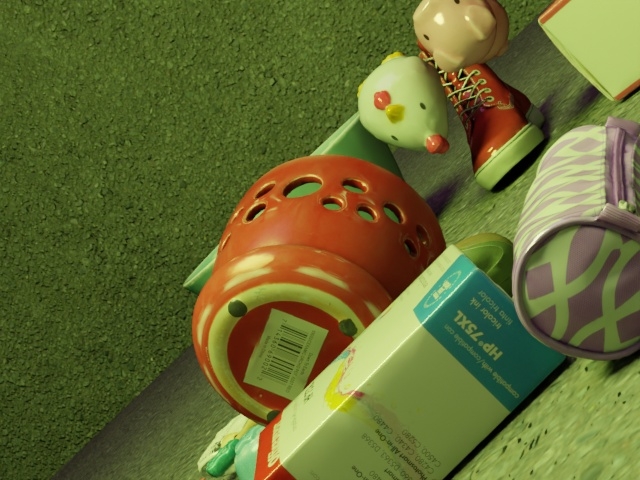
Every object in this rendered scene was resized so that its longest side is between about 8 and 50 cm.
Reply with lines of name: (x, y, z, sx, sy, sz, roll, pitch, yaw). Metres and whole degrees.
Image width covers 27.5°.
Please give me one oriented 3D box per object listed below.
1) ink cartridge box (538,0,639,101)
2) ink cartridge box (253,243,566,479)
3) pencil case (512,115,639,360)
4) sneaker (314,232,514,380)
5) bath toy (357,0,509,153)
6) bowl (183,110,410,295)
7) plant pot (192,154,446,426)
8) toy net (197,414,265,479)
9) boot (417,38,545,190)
ink cartridge box: (0.360, -0.288, 1.259, 0.207, 0.117, 0.283, -41, 6, 48)
ink cartridge box: (0.033, 0.114, 0.810, 0.231, 0.078, 0.134, -45, 5, 3)
pencil case: (0.155, -0.007, 0.743, 0.206, 0.086, 0.088, -61, -18, -69)
sneaker: (0.078, 0.076, 0.920, 0.192, 0.064, 0.086, -42, 17, -2)
bath toy: (0.158, -0.227, 1.316, 0.348, 0.151, 0.129, -54, 40, 24)
bowl: (0.000, 0.000, 1.584, 0.311, 0.163, 0.311, -45, 5, 5)
plant pot: (0.000, 0.050, 1.052, 0.191, 0.191, 0.174, -42, 14, 28)
toy net: (-0.081, 0.210, 1.203, 0.122, 0.045, 0.232, -47, 3, -10)
boot: (0.164, -0.157, 1.461, 0.088, 0.176, 0.244, -41, 7, 20)
